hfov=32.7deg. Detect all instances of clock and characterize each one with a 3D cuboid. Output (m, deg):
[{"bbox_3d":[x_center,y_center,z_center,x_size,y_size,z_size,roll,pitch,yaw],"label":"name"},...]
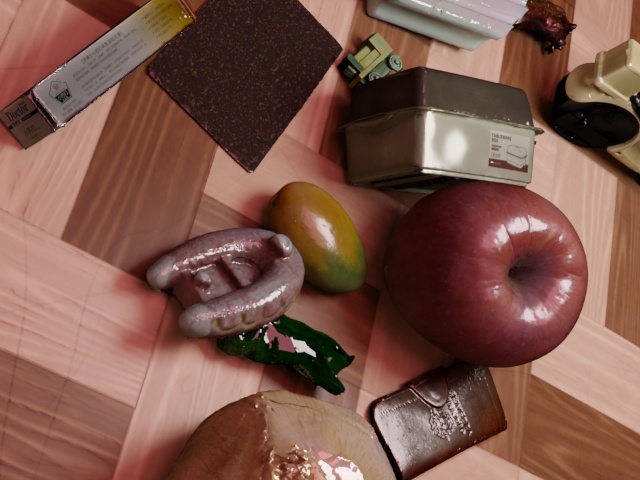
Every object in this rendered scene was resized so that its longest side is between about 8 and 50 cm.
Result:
[{"bbox_3d":[0.622,-0.217,2.053,0.379,0.276,0.120,25,60,-24],"label":"clock"}]

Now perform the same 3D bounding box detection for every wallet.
[{"bbox_3d":[0.182,0.268,1.673,0.255,0.031,0.137,-17,84,-40],"label":"wallet"}]

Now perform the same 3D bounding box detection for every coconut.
[{"bbox_3d":[-0.045,0.327,1.328,0.297,0.254,0.297,16,61,-32],"label":"coconut"}]

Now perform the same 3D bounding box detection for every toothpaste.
[{"bbox_3d":[-0.292,-0.236,1.470,0.071,0.089,0.313,54,49,-17],"label":"toothpaste"}]

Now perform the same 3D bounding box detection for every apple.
[{"bbox_3d":[0.249,0.051,1.667,0.305,0.235,0.306,-1,92,-25],"label":"apple"}]

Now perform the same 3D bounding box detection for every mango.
[{"bbox_3d":[0.000,0.000,1.605,0.195,0.092,0.130,46,42,-27],"label":"mango"}]

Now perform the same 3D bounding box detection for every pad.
[{"bbox_3d":[-0.106,-0.280,1.684,0.220,0.004,0.330,45,51,-15],"label":"pad"}]

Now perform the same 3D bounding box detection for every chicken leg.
[{"bbox_3d":[0.406,-0.426,2.102,0.234,0.063,0.105,16,60,-30],"label":"chicken leg"}]

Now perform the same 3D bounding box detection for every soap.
[{"bbox_3d":[0.227,-0.443,1.927,0.289,0.095,0.173,13,71,-28],"label":"soap"}]

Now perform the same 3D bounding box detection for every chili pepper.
[{"bbox_3d":[-0.040,0.148,1.529,0.224,0.061,0.098,21,47,-27],"label":"chili pepper"}]

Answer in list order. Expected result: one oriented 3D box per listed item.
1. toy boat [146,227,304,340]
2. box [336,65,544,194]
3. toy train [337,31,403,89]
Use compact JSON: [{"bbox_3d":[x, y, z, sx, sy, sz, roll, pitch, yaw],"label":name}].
[{"bbox_3d":[-0.114,0.043,1.464,0.227,0.085,0.155,-16,55,-41],"label":"toy boat"},{"bbox_3d":[0.188,-0.165,1.730,0.290,0.220,0.166,5,82,-37],"label":"box"},{"bbox_3d":[0.084,-0.288,1.807,0.081,0.050,0.122,50,51,-5],"label":"toy train"}]
